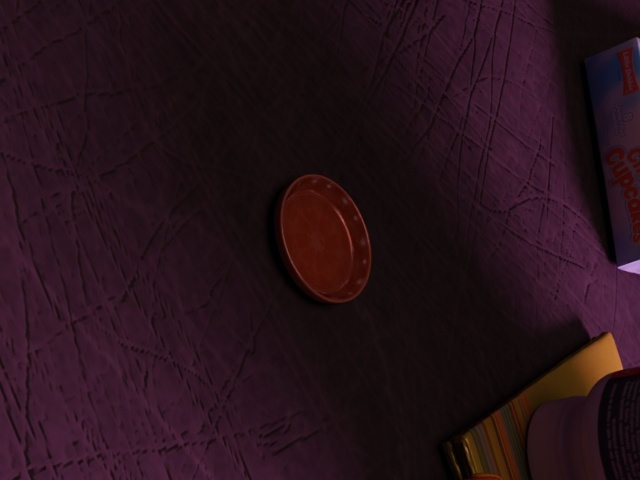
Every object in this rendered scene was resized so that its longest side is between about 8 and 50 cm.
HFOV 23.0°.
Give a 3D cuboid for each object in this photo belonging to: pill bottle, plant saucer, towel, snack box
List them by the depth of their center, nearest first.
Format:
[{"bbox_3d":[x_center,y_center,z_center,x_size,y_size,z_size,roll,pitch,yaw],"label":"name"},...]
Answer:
[{"bbox_3d":[0.000,0.000,0.985,0.083,0.013,0.083,24,57,-42],"label":"plant saucer"},{"bbox_3d":[0.233,0.133,1.039,0.108,0.180,0.107,21,62,-48],"label":"pill bottle"},{"bbox_3d":[0.165,0.146,1.117,0.237,0.021,0.102,-24,99,-52],"label":"towel"},{"bbox_3d":[0.353,-0.048,1.386,0.322,0.060,0.187,12,65,-47],"label":"snack box"}]

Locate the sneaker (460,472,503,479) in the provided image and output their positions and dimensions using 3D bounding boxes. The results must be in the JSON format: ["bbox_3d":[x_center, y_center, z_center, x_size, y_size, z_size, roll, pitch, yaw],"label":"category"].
[{"bbox_3d":[0.131,0.227,0.993,0.067,0.064,0.175,-30,100,-30],"label":"sneaker"}]
